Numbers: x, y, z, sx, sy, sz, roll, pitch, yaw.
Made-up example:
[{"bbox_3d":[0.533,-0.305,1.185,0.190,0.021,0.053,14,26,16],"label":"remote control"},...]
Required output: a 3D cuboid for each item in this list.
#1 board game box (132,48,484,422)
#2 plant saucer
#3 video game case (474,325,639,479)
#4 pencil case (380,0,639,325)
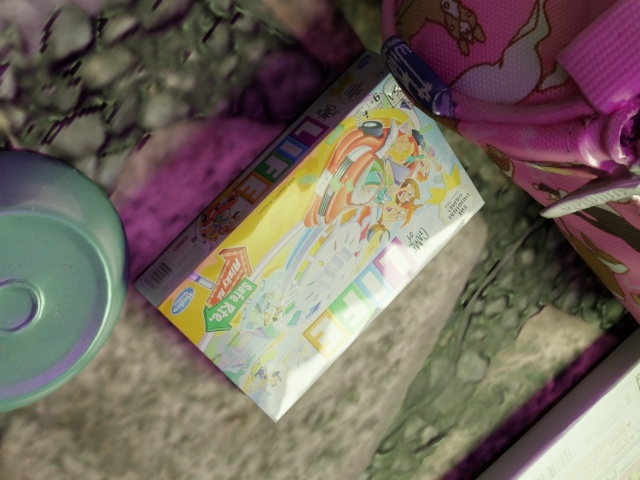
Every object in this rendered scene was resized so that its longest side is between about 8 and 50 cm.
[{"bbox_3d":[0.000,0.000,0.515,0.154,0.026,0.103,-46,131,-8],"label":"board game box"},{"bbox_3d":[-0.128,0.024,0.438,0.119,0.021,0.119,-16,121,-28],"label":"plant saucer"},{"bbox_3d":[0.199,0.166,0.747,0.212,0.023,0.193,-39,129,-15],"label":"video game case"},{"bbox_3d":[0.183,-0.027,0.532,0.386,0.160,0.167,40,74,-46],"label":"pencil case"}]
